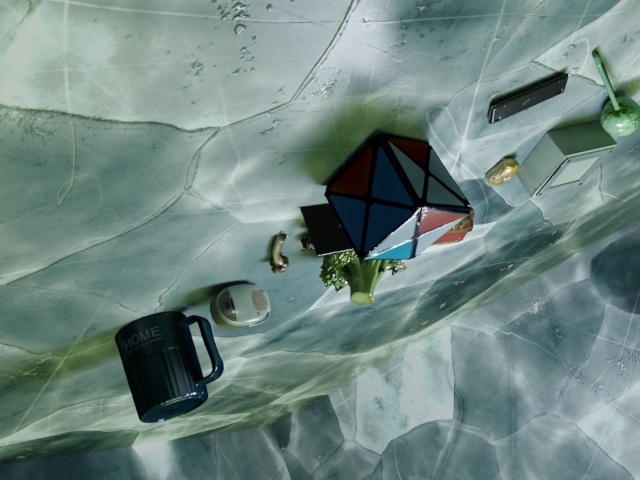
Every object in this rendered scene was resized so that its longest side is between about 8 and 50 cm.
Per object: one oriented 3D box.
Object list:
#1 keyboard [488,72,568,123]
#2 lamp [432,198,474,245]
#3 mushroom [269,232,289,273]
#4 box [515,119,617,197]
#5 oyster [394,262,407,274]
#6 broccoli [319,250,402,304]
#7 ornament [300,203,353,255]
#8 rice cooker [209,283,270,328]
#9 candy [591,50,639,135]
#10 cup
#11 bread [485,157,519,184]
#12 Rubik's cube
[{"bbox_3d":[0.566,-0.387,1.625,0.230,0.025,0.094,-23,154,-3],"label":"keyboard"},{"bbox_3d":[0.372,-0.071,1.914,0.274,0.177,0.177,-3,148,-38],"label":"lamp"},{"bbox_3d":[-0.124,0.042,1.823,0.060,0.061,0.187,-13,150,-13],"label":"mushroom"},{"bbox_3d":[0.816,-0.267,1.983,0.225,0.117,0.225,-15,154,-20],"label":"box"},{"bbox_3d":[0.308,0.107,2.379,0.051,0.034,0.093,-48,139,12],"label":"oyster"},{"bbox_3d":[0.127,0.063,1.906,0.260,0.235,0.288,-45,165,-40],"label":"broccoli"},{"bbox_3d":[0.000,0.000,1.767,0.166,0.153,0.196,-8,161,-30],"label":"ornament"},{"bbox_3d":[-0.263,0.217,1.945,0.127,0.145,0.206,-28,162,39],"label":"rice cooker"},{"bbox_3d":[0.846,-0.432,1.734,0.119,0.119,0.440,-35,145,22],"label":"candy"},{"bbox_3d":[-0.484,0.408,1.943,0.307,0.292,0.242,-16,154,-15],"label":"cup"},{"bbox_3d":[0.601,-0.225,1.952,0.072,0.053,0.106,2,150,-39],"label":"bread"},{"bbox_3d":[0.202,-0.110,1.584,0.250,0.248,0.246,0,146,-45],"label":"Rubik's cube"}]
